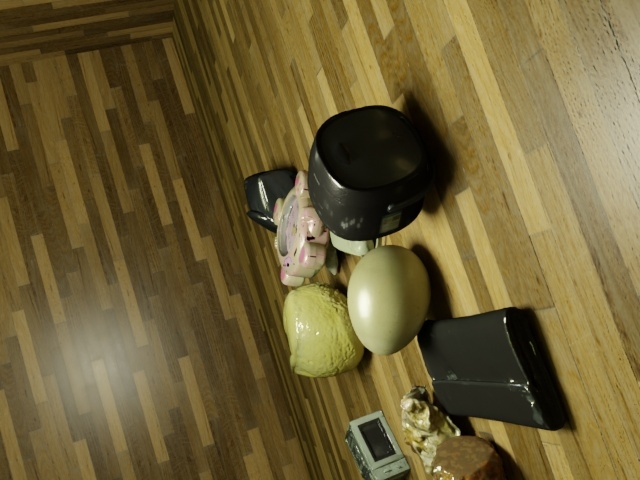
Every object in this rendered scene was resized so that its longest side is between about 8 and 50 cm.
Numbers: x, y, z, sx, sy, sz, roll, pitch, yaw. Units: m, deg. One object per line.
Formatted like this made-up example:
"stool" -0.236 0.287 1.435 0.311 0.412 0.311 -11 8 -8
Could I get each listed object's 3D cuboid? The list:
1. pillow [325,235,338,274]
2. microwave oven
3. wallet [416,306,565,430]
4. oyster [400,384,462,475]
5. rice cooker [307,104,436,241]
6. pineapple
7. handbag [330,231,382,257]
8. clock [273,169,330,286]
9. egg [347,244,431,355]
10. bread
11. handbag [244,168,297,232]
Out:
"pillow" 0.000 0.000 2.086 0.128 0.051 0.229 91 154 -48
"microwave oven" 0.174 0.679 2.028 0.162 0.123 0.208 98 151 -51
"wallet" 0.321 0.259 1.293 0.406 0.062 0.228 142 111 -72
"oyster" 0.276 0.490 1.544 0.238 0.115 0.351 47 164 57
"rice cooker" 0.101 -0.134 1.331 0.224 0.267 0.267 90 158 -59
"pineapple" 0.350 0.599 1.383 0.169 0.169 0.340 26 136 68
"handbag" 0.096 -0.077 1.692 0.219 0.079 0.255 21 126 56
"clock" -0.059 -0.032 1.969 0.284 0.114 0.309 138 136 -57
"egg" 0.155 0.134 1.450 0.188 0.189 0.253 155 124 -73
"bread" 0.006 0.287 2.036 0.320 0.238 0.320 173 90 -77
"handbag" -0.175 -0.116 2.311 0.302 0.178 0.274 -169 65 -71
